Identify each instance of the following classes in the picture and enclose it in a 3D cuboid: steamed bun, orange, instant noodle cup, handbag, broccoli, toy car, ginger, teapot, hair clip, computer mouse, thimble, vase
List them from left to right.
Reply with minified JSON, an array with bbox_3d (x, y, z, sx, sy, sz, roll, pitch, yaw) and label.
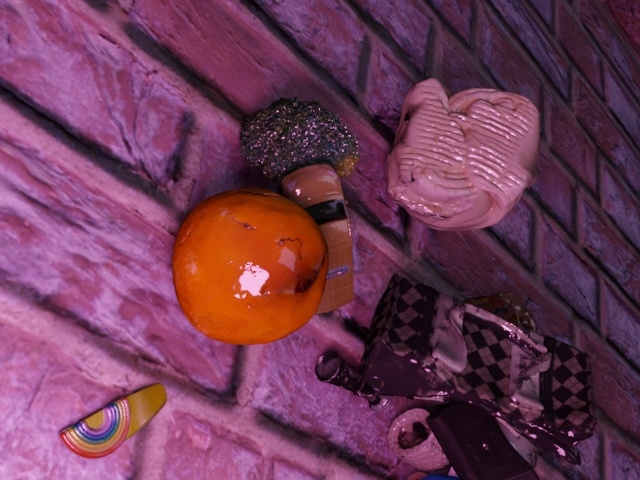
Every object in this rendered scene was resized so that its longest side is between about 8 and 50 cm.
[{"bbox_3d":[-0.272,0.246,1.213,0.188,0.033,0.060,-28,100,-53],"label":"hair clip"},{"bbox_3d":[-0.105,0.037,1.343,0.246,0.246,0.246,23,59,-46],"label":"orange"},{"bbox_3d":[-0.035,-0.152,1.582,0.194,0.219,0.194,6,90,-77],"label":"broccoli"},{"bbox_3d":[0.000,0.000,1.495,0.124,0.101,0.257,-123,-158,-44],"label":"toy car"},{"bbox_3d":[0.064,0.261,1.622,0.167,0.059,0.059,36,51,-39],"label":"vase"},{"bbox_3d":[0.195,0.384,1.696,0.090,0.115,0.102,41,66,-35],"label":"thimble"},{"bbox_3d":[0.285,-0.169,1.930,0.394,0.237,0.347,-25,68,-22],"label":"steamed bun"},{"bbox_3d":[0.285,0.393,1.605,0.147,0.088,0.264,-2,49,-34],"label":"computer mouse"},{"bbox_3d":[0.283,0.234,1.581,0.317,0.416,0.180,-64,175,-71],"label":"handbag"},{"bbox_3d":[0.328,0.418,1.801,0.208,0.166,0.299,42,16,25],"label":"teapot"},{"bbox_3d":[0.357,0.240,1.906,0.153,0.205,0.205,55,40,-33],"label":"instant noodle cup"},{"bbox_3d":[0.430,0.207,2.123,0.258,0.065,0.149,-17,78,-48],"label":"ginger"}]

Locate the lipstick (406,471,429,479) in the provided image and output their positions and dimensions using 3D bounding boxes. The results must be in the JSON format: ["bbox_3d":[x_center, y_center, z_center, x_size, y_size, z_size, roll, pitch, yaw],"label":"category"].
[{"bbox_3d":[0.262,0.536,1.763,0.254,0.070,0.070,38,49,-37],"label":"lipstick"}]

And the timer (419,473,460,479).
[{"bbox_3d":[0.187,0.594,1.561,0.340,0.115,0.309,-12,98,-45],"label":"timer"}]
